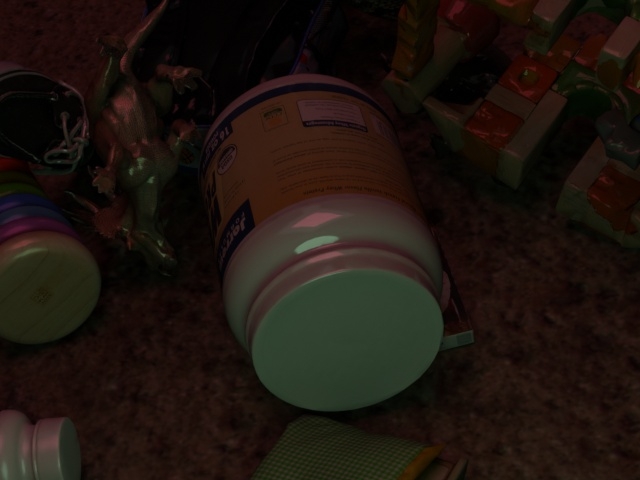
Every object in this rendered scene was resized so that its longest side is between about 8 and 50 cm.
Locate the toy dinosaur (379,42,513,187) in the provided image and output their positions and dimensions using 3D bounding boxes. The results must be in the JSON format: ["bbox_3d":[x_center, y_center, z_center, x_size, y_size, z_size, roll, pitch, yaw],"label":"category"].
[{"bbox_3d":[0.174,-0.188,2.005,0.160,0.121,0.313,-28,41,-7],"label":"toy dinosaur"}]

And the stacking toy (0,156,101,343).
[{"bbox_3d":[-0.355,-0.027,1.951,0.141,0.141,0.330,-20,38,-9],"label":"stacking toy"}]

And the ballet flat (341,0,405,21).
[{"bbox_3d":[0.050,-0.370,2.069,0.482,0.164,0.182,12,-2,-19],"label":"ballet flat"}]

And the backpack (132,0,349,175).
[{"bbox_3d":[-0.109,-0.198,2.013,0.276,0.213,0.263,3,48,25],"label":"backpack"}]

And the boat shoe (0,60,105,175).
[{"bbox_3d":[-0.303,-0.126,1.957,0.105,0.306,0.113,21,88,26],"label":"boat shoe"}]

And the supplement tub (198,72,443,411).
[{"bbox_3d":[0.000,0.000,1.756,0.228,0.228,0.316,-14,41,-2],"label":"supplement tub"}]

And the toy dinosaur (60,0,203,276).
[{"bbox_3d":[-0.217,-0.116,1.870,0.127,0.200,0.296,0,77,-21],"label":"toy dinosaur"}]

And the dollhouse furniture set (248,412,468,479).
[{"bbox_3d":[-0.012,0.245,1.546,0.197,0.151,0.301,15,48,27],"label":"dollhouse furniture set"}]

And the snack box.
[{"bbox_3d":[0.114,0.051,1.827,0.064,0.022,0.178,-15,42,-1],"label":"snack box"}]

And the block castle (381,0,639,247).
[{"bbox_3d":[0.302,-0.196,1.790,0.453,0.303,0.213,30,61,16],"label":"block castle"}]

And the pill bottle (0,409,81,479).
[{"bbox_3d":[-0.342,0.225,1.679,0.193,0.108,0.108,-7,42,6],"label":"pill bottle"}]
